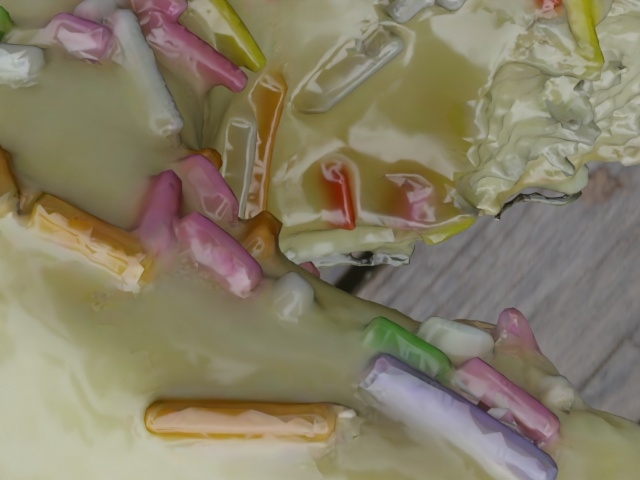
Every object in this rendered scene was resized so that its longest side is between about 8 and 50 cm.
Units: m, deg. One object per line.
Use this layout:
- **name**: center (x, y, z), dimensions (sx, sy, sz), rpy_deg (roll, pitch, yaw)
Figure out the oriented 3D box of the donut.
- **donut**: center (-0.006, -0.007, 0.633), dimensions (0.307, 0.371, 0.150), rpy_deg (15, 135, -3)
